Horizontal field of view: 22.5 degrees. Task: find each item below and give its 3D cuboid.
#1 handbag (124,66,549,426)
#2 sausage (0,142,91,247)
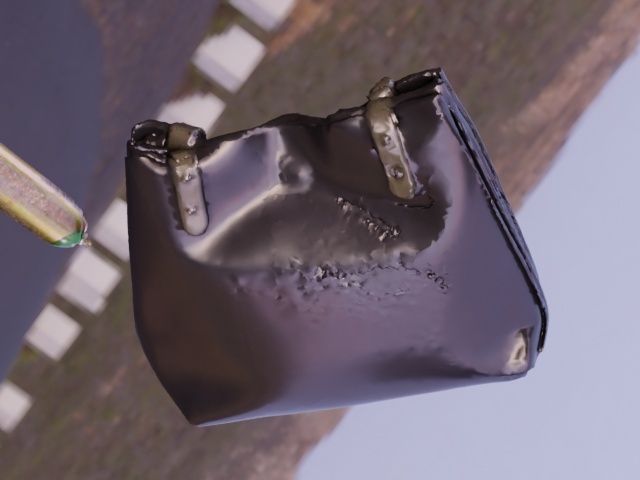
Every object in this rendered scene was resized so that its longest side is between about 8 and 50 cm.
[{"bbox_3d":[0.000,0.000,1.292,0.152,0.342,0.288,-94,172,-47],"label":"handbag"},{"bbox_3d":[-0.229,-0.073,0.907,0.033,0.269,0.033,-36,-149,26],"label":"sausage"}]
